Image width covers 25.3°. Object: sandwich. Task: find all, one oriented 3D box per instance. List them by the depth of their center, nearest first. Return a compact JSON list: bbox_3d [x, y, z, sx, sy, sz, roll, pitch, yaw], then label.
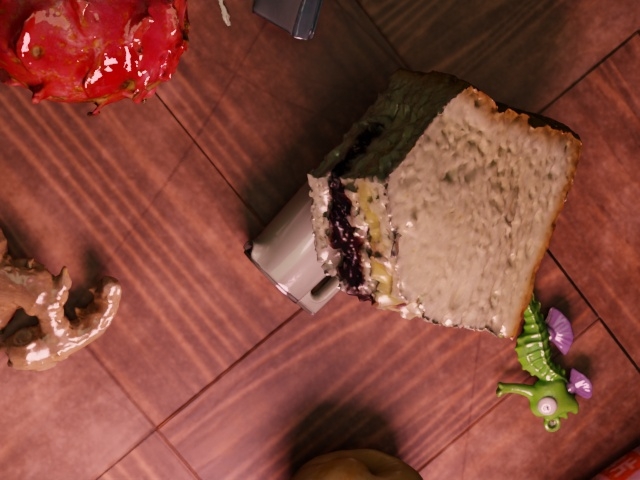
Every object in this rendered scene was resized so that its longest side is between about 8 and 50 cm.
[{"bbox_3d":[0.130,-0.043,1.570,0.325,0.131,0.262,14,97,-48],"label":"sandwich"}]

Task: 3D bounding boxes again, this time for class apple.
[{"bbox_3d":[0.043,0.331,1.650,0.200,0.200,0.200,-1,97,-9],"label":"apple"}]

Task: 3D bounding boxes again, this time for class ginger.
[{"bbox_3d":[-0.362,0.056,1.606,0.258,0.065,0.149,29,94,-14],"label":"ginger"}]

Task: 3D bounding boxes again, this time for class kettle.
[{"bbox_3d":[-0.004,-0.004,1.651,0.148,0.127,0.098,-47,70,1],"label":"kettle"}]

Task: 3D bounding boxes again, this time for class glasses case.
[{"bbox_3d":[0.003,-0.362,1.578,0.056,0.105,0.266,3,112,-35],"label":"glasses case"}]

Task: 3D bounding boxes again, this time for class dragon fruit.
[{"bbox_3d":[-0.271,-0.244,1.518,0.268,0.210,0.205,4,79,-5],"label":"dragon fruit"}]

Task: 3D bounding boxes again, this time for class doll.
[{"bbox_3d":[0.258,0.142,1.727,0.115,0.050,0.190,-21,98,-14],"label":"doll"}]

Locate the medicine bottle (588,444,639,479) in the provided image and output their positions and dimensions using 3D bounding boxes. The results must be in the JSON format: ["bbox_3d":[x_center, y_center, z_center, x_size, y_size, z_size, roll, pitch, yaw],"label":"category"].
[{"bbox_3d":[0.396,0.362,1.690,0.388,0.219,0.219,-35,101,-3],"label":"medicine bottle"}]

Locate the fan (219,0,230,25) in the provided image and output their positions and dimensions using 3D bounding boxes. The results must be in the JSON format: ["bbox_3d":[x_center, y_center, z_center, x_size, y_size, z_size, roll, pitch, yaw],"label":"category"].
[{"bbox_3d":[-0.152,-0.390,1.610,0.182,0.010,0.310,-21,99,-7],"label":"fan"}]
